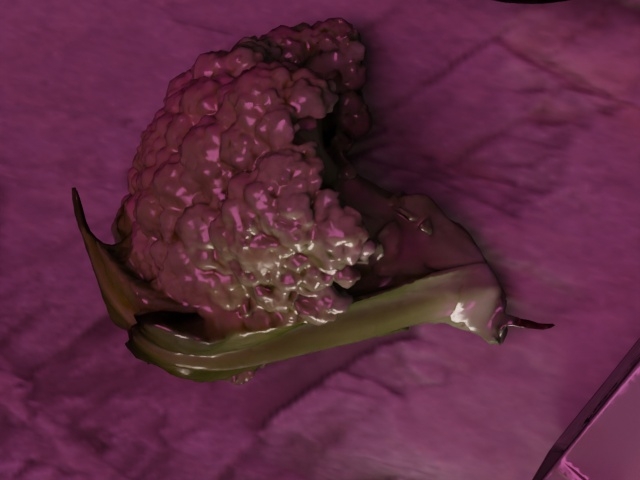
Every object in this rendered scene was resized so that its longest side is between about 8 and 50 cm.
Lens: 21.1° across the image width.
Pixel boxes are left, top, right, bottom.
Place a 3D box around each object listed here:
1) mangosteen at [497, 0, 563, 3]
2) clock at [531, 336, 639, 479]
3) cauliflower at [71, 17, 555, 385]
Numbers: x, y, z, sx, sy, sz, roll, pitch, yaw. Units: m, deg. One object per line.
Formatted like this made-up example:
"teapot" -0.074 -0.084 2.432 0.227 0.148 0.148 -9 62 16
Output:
"mangosteen" 0.097 -0.271 0.988 0.302 0.275 0.275 4 103 58
"clock" 0.208 0.096 1.047 0.063 0.150 0.197 38 108 7
"cauliflower" 0.000 0.000 1.102 0.315 0.239 0.256 15 121 -18
